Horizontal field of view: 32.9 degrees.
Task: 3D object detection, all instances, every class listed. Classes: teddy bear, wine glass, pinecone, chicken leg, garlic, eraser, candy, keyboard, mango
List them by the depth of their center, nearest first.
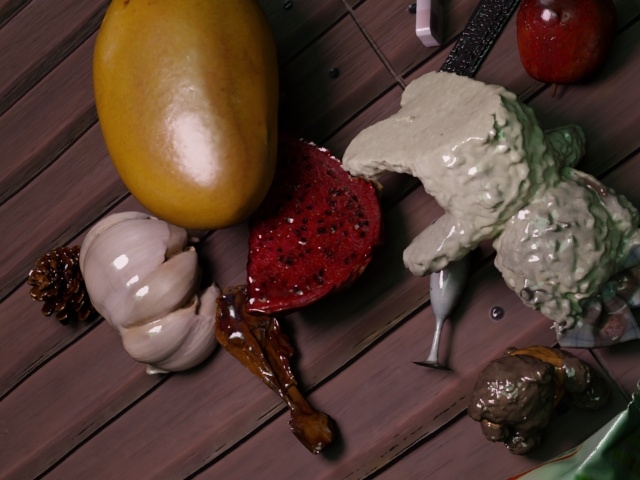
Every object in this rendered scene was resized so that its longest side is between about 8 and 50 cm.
[{"bbox_3d":[0.334,0.330,1.343,0.398,0.263,0.172,-42,51,11],"label":"candy"},{"bbox_3d":[0.275,0.200,1.447,0.177,0.190,0.140,-36,71,19],"label":"teddy bear"},{"bbox_3d":[0.266,-0.039,1.551,0.327,0.362,0.375,-44,23,-13],"label":"teddy bear"},{"bbox_3d":[0.184,0.091,1.593,0.066,0.066,0.198,8,79,27],"label":"wine glass"},{"bbox_3d":[-0.196,-0.215,1.642,0.300,0.232,0.446,-24,67,16],"label":"mango"},{"bbox_3d":[-0.075,0.199,1.665,0.093,0.113,0.304,-47,62,32],"label":"chicken leg"},{"bbox_3d":[0.248,-0.322,1.695,0.060,0.018,0.196,31,91,31],"label":"keyboard"},{"bbox_3d":[0.174,-0.365,1.714,0.026,0.065,0.105,-3,75,26],"label":"eraser"},{"bbox_3d":[-0.275,0.063,1.754,0.203,0.185,0.281,-37,62,-5],"label":"garlic"},{"bbox_3d":[-0.441,0.074,1.865,0.140,0.120,0.140,-12,68,31],"label":"pinecone"}]

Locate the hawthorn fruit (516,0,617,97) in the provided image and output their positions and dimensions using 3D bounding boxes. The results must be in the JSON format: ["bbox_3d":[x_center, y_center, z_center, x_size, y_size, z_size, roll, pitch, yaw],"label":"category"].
[{"bbox_3d":[0.355,-0.292,1.579,0.148,0.148,0.172,10,108,27],"label":"hawthorn fruit"}]

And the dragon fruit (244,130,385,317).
[{"bbox_3d":[0.000,0.000,1.669,0.205,0.152,0.317,1,62,8],"label":"dragon fruit"}]

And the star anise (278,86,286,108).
[{"bbox_3d":[-0.202,-0.207,1.829,0.315,0.108,0.315,-5,72,17],"label":"star anise"}]
